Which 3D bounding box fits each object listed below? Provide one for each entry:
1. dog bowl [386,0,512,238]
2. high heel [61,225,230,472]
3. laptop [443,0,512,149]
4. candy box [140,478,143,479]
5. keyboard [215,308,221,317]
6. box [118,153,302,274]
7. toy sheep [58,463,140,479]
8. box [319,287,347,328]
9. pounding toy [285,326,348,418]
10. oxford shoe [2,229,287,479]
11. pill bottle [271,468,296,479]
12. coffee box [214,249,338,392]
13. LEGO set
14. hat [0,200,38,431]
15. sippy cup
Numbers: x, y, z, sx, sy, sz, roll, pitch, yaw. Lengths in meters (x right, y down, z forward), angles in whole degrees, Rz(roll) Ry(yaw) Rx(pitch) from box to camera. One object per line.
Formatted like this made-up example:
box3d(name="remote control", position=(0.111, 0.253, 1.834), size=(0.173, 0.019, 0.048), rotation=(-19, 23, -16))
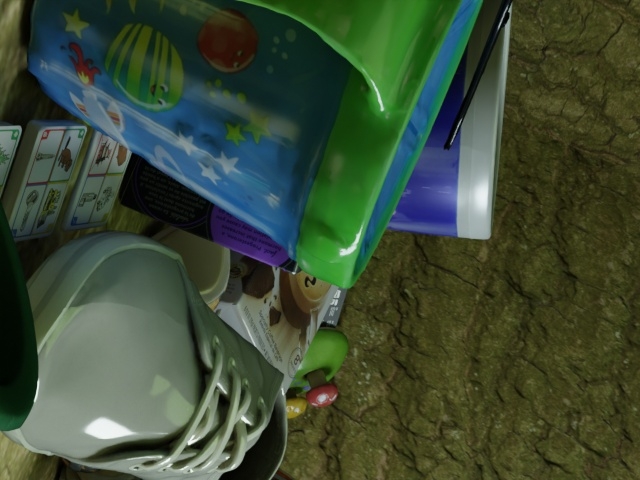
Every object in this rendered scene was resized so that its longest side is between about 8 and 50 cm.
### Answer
box3d(name="dog bowl", position=(0.116, -0.136, 1.083), size=(0.265, 0.104, 0.264), rotation=(5, 90, -81))
box3d(name="high heel", position=(-0.172, 0.095, 1.134), size=(0.186, 0.093, 0.261), rotation=(-56, -174, 49))
box3d(name="laptop", position=(0.096, -0.359, 0.825), size=(0.236, 0.408, 0.382), rotation=(-26, 154, -28))
box3d(name="candy box", position=(-0.216, 0.246, 1.326), size=(0.159, 0.071, 0.233), rotation=(-47, 159, -74))
box3d(name="keyboard", position=(-0.140, 0.169, 1.195), size=(0.072, 0.014, 0.256), rotation=(-60, 175, -44))
box3d(name="box", position=(-0.045, -0.084, 1.053), size=(0.270, 0.165, 0.143), rotation=(-43, 154, -78))
box3d(name="toy sheep", position=(-0.225, 0.252, 1.203), size=(0.132, 0.091, 0.091), rotation=(-62, 177, 28))
box3d(name="box", position=(0.000, 0.000, 1.847), size=(0.307, 0.077, 0.242), rotation=(103, -10, -61))
box3d(name="pounding toy", position=(-0.058, 0.228, 1.855), size=(0.183, 0.237, 0.110), rotation=(108, -32, -61))
box3d(name="oxford shoe", position=(-0.110, 0.113, 0.877), size=(0.169, 0.130, 0.449), rotation=(-57, 162, -11))
box3d(name="pill bottle", position=(-0.110, 0.370, 1.256), size=(0.392, 0.224, 0.224), rotation=(30, 84, -87))
box3d(name="coffee box", position=(-0.053, 0.003, 1.305), size=(0.297, 0.119, 0.168), rotation=(-62, 148, -35))
box3d(name="LEGO set", position=(-0.213, 0.031, 0.739), size=(0.182, 0.060, 0.244), rotation=(-16, 130, -67))
box3d(name="hat", position=(-0.238, 0.034, 0.517), size=(0.173, 0.184, 0.208), rotation=(-84, 156, -88))
box3d(name="sippy cup", position=(-0.038, -0.120, 0.695), size=(0.305, 0.224, 0.240), rotation=(107, 8, -51))
